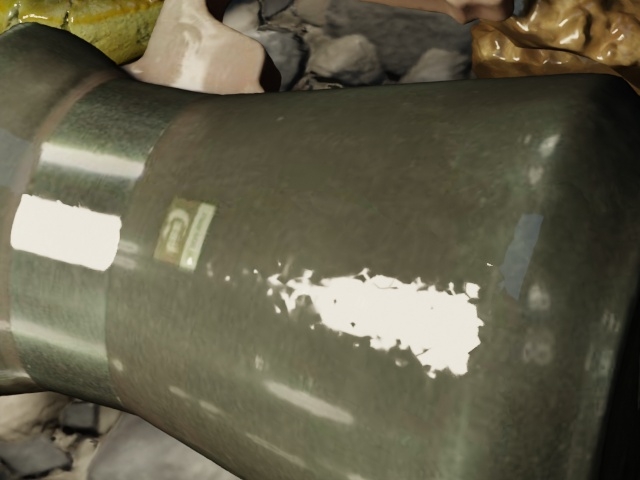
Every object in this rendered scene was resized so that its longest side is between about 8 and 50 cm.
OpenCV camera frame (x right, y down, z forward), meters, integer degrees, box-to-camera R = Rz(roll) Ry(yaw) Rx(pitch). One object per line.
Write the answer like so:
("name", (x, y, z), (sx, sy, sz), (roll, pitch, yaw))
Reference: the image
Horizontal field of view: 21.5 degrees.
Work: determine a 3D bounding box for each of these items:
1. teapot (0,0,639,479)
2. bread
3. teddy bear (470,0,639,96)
("teapot", (0.000, 0.000, 0.814), (0.344, 0.253, 0.300), (14, 72, 18))
("bread", (-0.134, -0.167, 1.054), (0.156, 0.064, 0.117), (-25, 58, -13))
("teddy bear", (0.250, -0.155, 0.931), (0.296, 0.246, 0.222), (20, 84, 5))
